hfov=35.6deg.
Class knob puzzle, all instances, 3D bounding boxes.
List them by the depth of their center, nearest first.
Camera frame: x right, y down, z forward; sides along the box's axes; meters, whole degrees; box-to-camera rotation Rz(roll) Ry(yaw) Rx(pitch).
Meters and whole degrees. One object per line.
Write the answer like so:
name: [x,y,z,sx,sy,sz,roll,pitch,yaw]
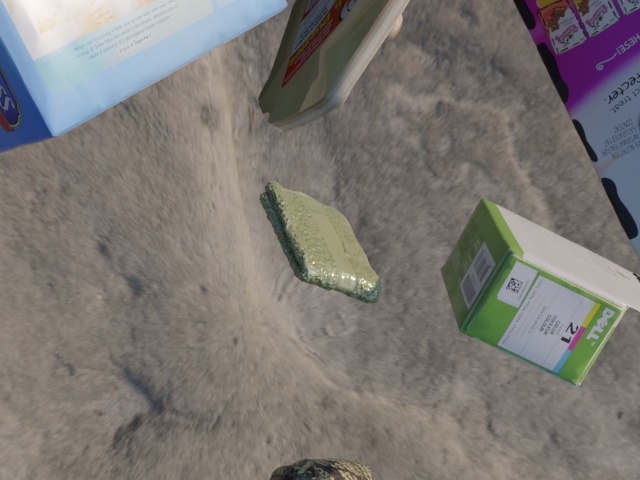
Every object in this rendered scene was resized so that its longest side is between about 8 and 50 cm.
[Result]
knob puzzle: [0.026,-0.132,0.564,0.030,0.213,0.213,32,83,-19]

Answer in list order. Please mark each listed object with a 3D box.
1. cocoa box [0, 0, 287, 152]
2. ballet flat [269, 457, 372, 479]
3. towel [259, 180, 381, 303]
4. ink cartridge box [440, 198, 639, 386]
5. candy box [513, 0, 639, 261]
cocoa box: [-0.255,-0.269,1.064,0.347,0.228,0.231,-39,113,-36]
ballet flat: [0.078,0.457,1.069,0.182,0.164,0.483,-4,61,-28]
towel: [0.000,0.000,1.009,0.110,0.148,0.027,19,121,-34]
ink cartridge box: [0.264,0.073,1.009,0.255,0.189,0.097,26,106,-6]
candy box: [0.225,-0.093,0.562,0.159,0.071,0.233,-28,81,33]
